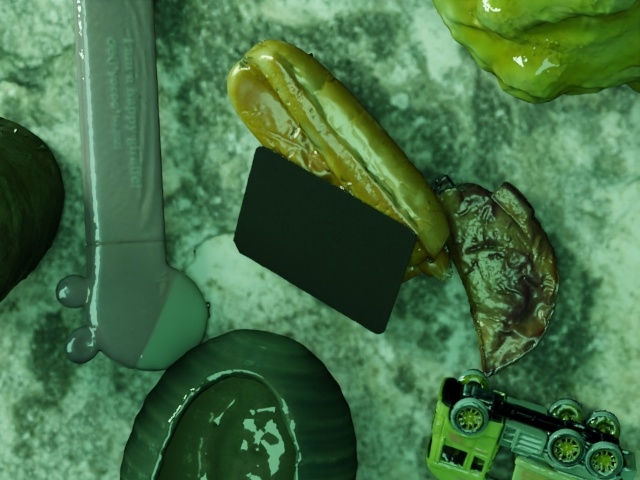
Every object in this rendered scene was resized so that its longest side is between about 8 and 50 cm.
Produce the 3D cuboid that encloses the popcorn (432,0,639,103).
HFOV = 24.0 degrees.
[{"bbox_3d":[0.205,-0.233,1.103,0.279,0.274,0.335,16,95,9],"label":"popcorn"}]

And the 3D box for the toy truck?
[{"bbox_3d":[0.167,0.180,1.227,0.169,0.077,0.100,17,108,2],"label":"toy truck"}]

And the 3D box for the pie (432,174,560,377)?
[{"bbox_3d":[0.148,0.018,1.239,0.092,0.034,0.170,-21,84,2],"label":"pie"}]

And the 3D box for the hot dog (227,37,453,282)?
[{"bbox_3d":[0.023,-0.061,1.233,0.249,0.076,0.102,51,130,2],"label":"hot dog"}]

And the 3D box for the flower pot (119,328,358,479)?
[{"bbox_3d":[-0.066,0.192,1.213,0.189,0.157,0.243,16,93,4],"label":"flower pot"}]

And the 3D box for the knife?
[{"bbox_3d":[-0.167,-0.088,1.261,0.132,0.038,0.398,-4,91,-27],"label":"knife"}]

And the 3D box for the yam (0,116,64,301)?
[{"bbox_3d":[-0.300,-0.013,1.188,0.161,0.268,0.161,0,102,2],"label":"yam"}]

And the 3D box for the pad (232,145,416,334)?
[{"bbox_3d":[0.000,0.000,1.228,0.157,0.003,0.112,30,128,18],"label":"pad"}]
